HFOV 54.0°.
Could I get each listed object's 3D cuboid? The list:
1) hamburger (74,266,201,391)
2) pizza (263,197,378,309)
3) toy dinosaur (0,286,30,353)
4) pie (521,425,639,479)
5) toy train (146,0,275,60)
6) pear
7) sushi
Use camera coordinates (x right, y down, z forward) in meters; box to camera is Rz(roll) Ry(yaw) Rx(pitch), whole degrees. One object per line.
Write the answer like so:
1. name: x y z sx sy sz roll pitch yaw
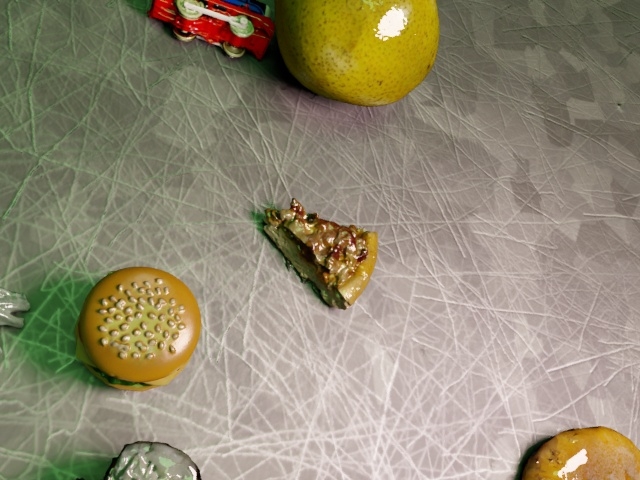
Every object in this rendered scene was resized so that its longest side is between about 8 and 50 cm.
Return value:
1. hamburger: -0.231 0.110 0.798 0.162 0.115 0.161 8 66 -18
2. pizza: 0.000 0.001 0.968 0.194 0.069 0.154 31 61 -9
3. toy dinosaur: -0.494 0.178 0.688 0.383 0.076 0.129 -28 74 -33
4. pie: 0.428 0.414 0.971 0.274 0.069 0.273 7 70 -19
5. toy train: -0.180 -0.391 1.056 0.204 0.083 0.131 15 61 -17
6. pear: 0.063 -0.363 1.041 0.295 0.294 0.294 9 65 -19
7. sushi: -0.220 0.337 0.707 0.147 0.115 0.212 19 61 -18
